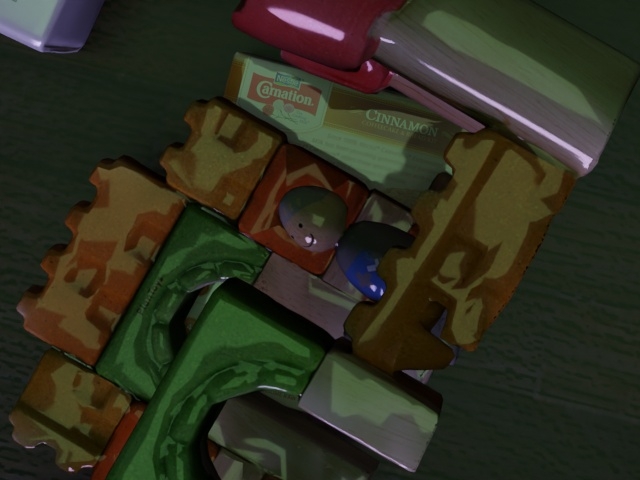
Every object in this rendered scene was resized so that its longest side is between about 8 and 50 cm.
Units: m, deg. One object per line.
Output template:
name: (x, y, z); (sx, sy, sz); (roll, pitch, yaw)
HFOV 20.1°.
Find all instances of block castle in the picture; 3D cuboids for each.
block castle: (-0.056, 0.054, 0.847); (0.213, 0.303, 0.453); (30, 95, 3)

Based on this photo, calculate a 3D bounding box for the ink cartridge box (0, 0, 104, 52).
ink cartridge box: (-0.227, -0.258, 0.986); (0.289, 0.121, 0.211); (26, 96, 0)

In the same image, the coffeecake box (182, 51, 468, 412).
coffeecake box: (0.000, 0.000, 1.024); (0.142, 0.068, 0.185); (15, 96, 2)
